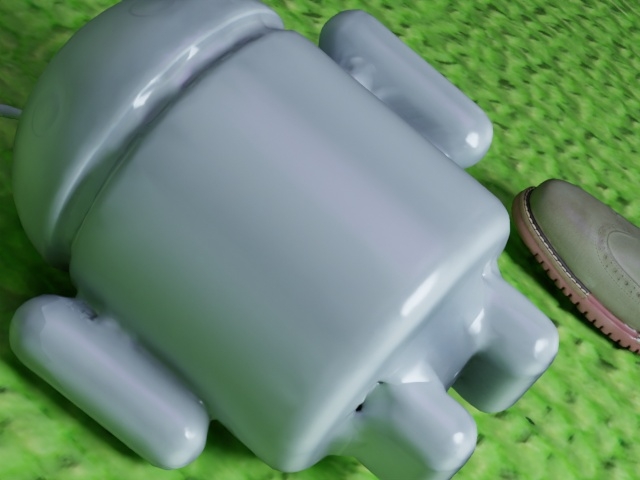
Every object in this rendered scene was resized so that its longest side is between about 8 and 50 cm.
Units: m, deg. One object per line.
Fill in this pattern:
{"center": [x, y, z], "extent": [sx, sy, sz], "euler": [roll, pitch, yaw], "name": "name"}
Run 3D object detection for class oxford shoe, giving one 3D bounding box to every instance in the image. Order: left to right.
{"center": [0.316, 0.039, 1.086], "extent": [0.348, 0.130, 0.123], "euler": [33, 34, -2], "name": "oxford shoe"}

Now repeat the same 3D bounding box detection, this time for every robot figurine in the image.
{"center": [-0.035, -0.008, 0.795], "extent": [0.353, 0.200, 0.300], "euler": [42, 67, 10], "name": "robot figurine"}
